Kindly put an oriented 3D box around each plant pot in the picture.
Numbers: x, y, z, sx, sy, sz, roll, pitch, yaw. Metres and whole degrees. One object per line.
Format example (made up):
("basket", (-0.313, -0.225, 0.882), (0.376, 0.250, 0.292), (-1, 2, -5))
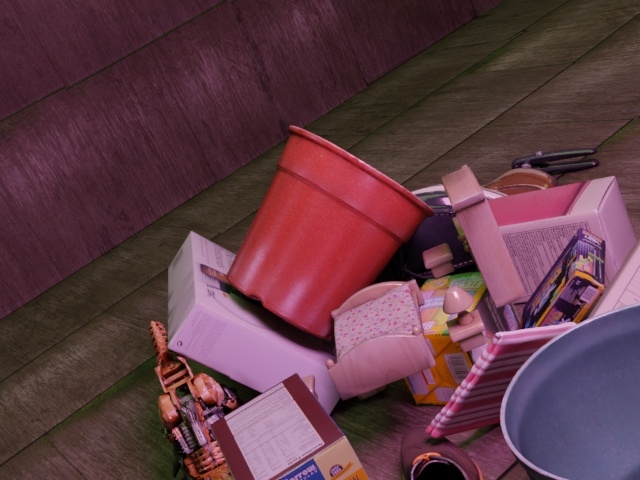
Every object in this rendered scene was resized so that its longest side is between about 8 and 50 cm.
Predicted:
("plant pot", (0.000, 0.000, 1.458), (0.265, 0.272, 0.272), (-59, 23, 0))
("plant pot", (0.352, 0.216, 0.909), (0.293, 0.196, 0.293), (-22, 20, 9))

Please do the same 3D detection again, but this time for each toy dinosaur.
("toy dinosaur", (-0.179, 0.264, 1.391), (0.164, 0.218, 0.322), (-9, 64, 3))

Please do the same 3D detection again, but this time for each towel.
("towel", (0.228, 0.176, 1.159), (0.144, 0.197, 0.029), (-3, 44, -38))

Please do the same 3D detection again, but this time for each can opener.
("can opener", (0.489, -0.165, 1.900), (0.186, 0.059, 0.073), (-11, 24, 37))

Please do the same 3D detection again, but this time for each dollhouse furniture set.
("dollhouse furniture set", (0.087, 0.048, 1.304), (0.355, 0.174, 0.303), (-23, 20, 9))

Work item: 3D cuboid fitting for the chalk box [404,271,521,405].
("chalk box", (0.217, 0.134, 1.381), (0.132, 0.132, 0.213), (-10, 24, 37))

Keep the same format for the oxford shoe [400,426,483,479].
("oxford shoe", (0.150, 0.289, 1.118), (0.096, 0.098, 0.271), (-27, 20, -3))

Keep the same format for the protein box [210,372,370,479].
("protein box", (-0.015, 0.309, 1.121), (0.135, 0.200, 0.201), (-30, 20, -9))

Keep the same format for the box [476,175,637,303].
("box", (0.378, 0.003, 1.482), (0.232, 0.149, 0.127), (-10, 24, 36))

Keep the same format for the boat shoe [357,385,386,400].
("boat shoe", (0.093, 0.194, 1.492), (0.059, 0.063, 0.170), (-16, 31, 20))

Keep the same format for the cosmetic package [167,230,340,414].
("cosmetic package", (-0.118, 0.136, 1.567), (0.097, 0.284, 0.377), (-56, 18, 10))

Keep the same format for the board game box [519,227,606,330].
("board game box", (0.348, 0.085, 1.317), (0.170, 0.048, 0.141), (-63, -1, 32))

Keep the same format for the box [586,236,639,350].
("box", (0.441, 0.082, 1.162), (0.311, 0.148, 0.121), (-42, -19, -39))

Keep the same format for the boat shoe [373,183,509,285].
("boat shoe", (0.128, 0.011, 1.656), (0.499, 0.187, 0.156), (-4, 35, 8))

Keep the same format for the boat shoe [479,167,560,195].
("boat shoe", (0.322, -0.051, 1.742), (0.120, 0.123, 0.324), (-36, 13, -30))
